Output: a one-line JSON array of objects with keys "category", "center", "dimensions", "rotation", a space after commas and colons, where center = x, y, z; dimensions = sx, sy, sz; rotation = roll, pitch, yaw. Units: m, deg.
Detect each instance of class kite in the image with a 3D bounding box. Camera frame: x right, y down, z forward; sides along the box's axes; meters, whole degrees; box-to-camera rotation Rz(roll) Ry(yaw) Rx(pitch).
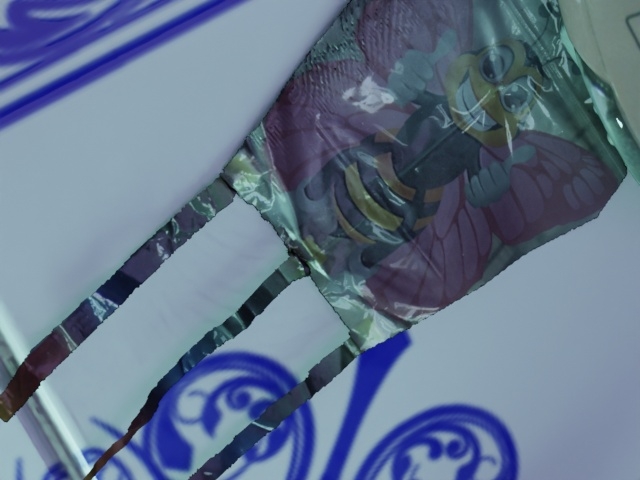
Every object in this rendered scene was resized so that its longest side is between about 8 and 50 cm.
[{"category": "kite", "center": [-0.001, -0.001, 0.842], "dimensions": [0.360, 0.022, 0.204], "rotation": [-41, 117, -7]}]

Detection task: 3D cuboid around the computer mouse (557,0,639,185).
[{"category": "computer mouse", "center": [0.256, -0.045, 0.820], "dimensions": [0.389, 0.199, 0.115], "rotation": [32, 53, -38]}]
